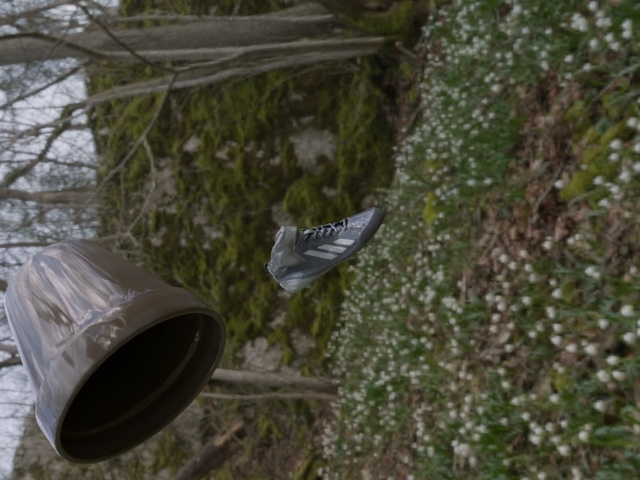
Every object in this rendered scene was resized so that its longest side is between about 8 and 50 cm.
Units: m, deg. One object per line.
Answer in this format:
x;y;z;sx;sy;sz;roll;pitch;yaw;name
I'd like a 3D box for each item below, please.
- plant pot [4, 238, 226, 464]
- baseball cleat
-0.364;0.153;1.226;0.323;0.280;0.323;-36;-29;-24;plant pot
0.000;0.000;1.153;0.109;0.206;0.072;45;-164;-19;baseball cleat
